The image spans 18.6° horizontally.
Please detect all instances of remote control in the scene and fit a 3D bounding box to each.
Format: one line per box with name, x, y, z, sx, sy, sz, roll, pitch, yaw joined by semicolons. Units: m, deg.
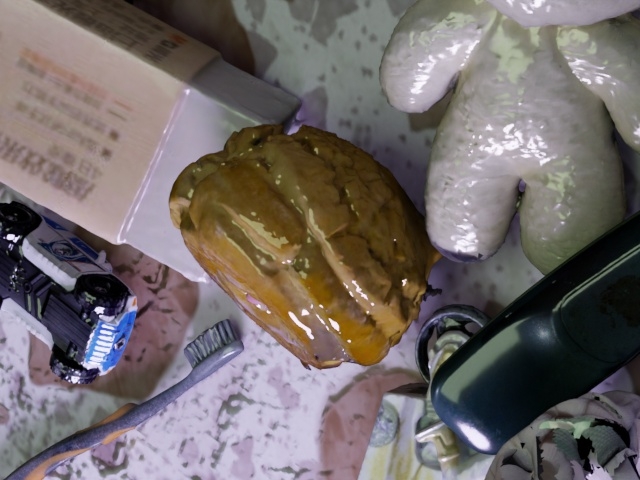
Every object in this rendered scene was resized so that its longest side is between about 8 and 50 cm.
remote control;0.160;0.048;1.167;0.222;0.042;0.072;-41;102;19

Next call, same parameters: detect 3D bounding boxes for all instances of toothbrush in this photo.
toothbrush;-0.165;0.143;1.499;0.321;0.023;0.031;-37;67;36

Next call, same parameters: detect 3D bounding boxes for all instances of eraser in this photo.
eraser;-0.194;-0.113;1.367;0.343;0.078;0.144;29;117;6

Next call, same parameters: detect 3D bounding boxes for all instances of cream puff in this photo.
cream puff;0.000;0.000;1.249;0.129;0.189;0.189;-46;63;-6

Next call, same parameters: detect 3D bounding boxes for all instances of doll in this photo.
doll;0.128;-0.111;1.172;0.149;0.175;0.278;-115;28;-62

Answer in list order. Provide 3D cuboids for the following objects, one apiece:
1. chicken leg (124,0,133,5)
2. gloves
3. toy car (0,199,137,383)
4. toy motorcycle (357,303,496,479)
chicken leg;-0.214;-0.189;1.440;0.208;0.101;0.085;2;128;34
gloves;0.137;0.157;1.132;0.127;0.212;0.111;-35;76;38
toy car;-0.207;0.032;1.483;0.171;0.070;0.080;36;119;27
toy motorcycle;0.094;0.159;1.258;0.151;0.074;0.228;28;105;23
